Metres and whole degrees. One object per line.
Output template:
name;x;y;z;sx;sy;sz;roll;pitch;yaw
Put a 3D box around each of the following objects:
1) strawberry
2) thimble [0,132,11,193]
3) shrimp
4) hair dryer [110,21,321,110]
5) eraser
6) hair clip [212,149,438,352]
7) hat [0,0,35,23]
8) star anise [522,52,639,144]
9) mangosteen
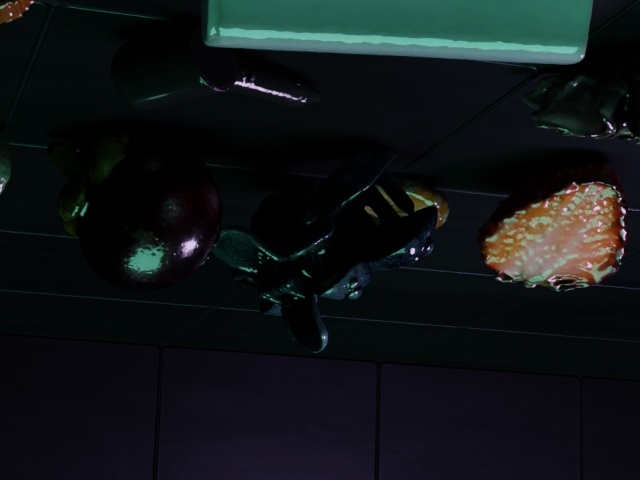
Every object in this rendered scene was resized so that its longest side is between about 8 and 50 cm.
strawberry;0.307;-0.040;2.048;0.190;0.111;0.236;15;141;-11
thimble;-0.433;-0.088;1.901;0.115;0.102;0.090;-41;145;27
shrimp;0.106;-0.049;2.146;0.132;0.052;0.187;20;163;6
hair dryer;-0.092;-0.164;1.636;0.114;0.071;0.248;-9;172;36
eraser;0.052;-0.198;1.251;0.290;0.104;0.189;3;-165;-4
hair clip;-0.005;0.004;2.017;0.194;0.206;0.310;49;152;-9
hat;-0.259;-0.247;1.218;0.093;0.112;0.162;-24;159;-9
star anise;0.308;-0.139;1.596;0.209;0.089;0.231;-5;178;-31
mangosteen;-0.229;-0.045;1.925;0.230;0.194;0.194;32;159;-12
